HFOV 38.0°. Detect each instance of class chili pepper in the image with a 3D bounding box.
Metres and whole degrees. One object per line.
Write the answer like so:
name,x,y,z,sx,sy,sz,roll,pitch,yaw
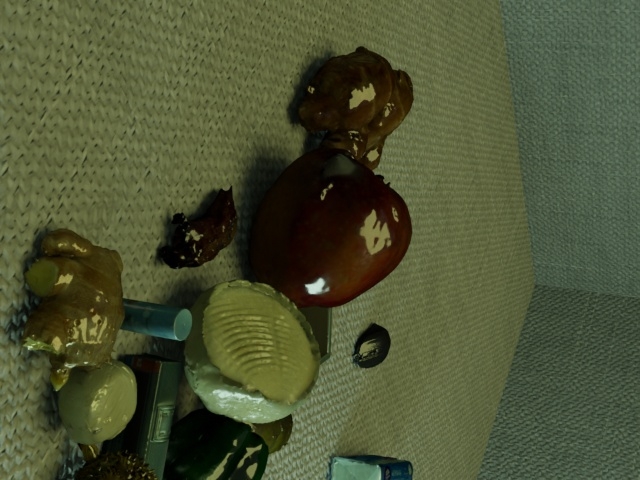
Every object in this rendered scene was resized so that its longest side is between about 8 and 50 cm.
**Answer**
chili pepper,-0.209,0.413,1.559,0.261,0.165,0.174,-50,136,-27

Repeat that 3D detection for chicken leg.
chicken leg,-0.198,-0.016,1.592,0.234,0.063,0.105,-40,136,-59

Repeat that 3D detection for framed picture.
framed picture,-0.042,0.190,2.032,0.296,0.019,0.232,-22,117,-63

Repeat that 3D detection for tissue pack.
tissue pack,0.124,0.651,2.359,0.263,0.146,0.198,24,73,-63

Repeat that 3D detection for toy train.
toy train,-0.295,0.384,1.463,0.086,0.089,0.409,22,76,-70

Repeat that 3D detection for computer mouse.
computer mouse,0.141,0.276,2.401,0.172,0.057,0.099,-25,121,-58

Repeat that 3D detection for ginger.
ginger,-0.334,0.099,1.276,0.157,0.102,0.216,34,59,-56
ginger,0.069,-0.275,2.006,0.274,0.152,0.357,-64,156,7

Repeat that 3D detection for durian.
durian,-0.303,0.405,1.330,0.193,0.138,0.237,-16,96,-24

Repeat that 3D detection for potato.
potato,-0.127,0.333,1.758,0.251,0.113,0.149,50,24,-63

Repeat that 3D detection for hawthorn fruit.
hawthorn fruit,0.009,-0.021,1.801,0.308,0.325,0.308,62,2,-4

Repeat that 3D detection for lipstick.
lipstick,-0.266,0.111,1.361,0.048,0.158,0.048,-28,122,-60

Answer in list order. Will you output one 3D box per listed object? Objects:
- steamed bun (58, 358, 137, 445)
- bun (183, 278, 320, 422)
steamed bun,-0.327,0.225,1.340,0.130,0.091,0.112,-49,142,-55
bun,-0.129,0.196,1.586,0.152,0.259,0.259,-45,-179,38
